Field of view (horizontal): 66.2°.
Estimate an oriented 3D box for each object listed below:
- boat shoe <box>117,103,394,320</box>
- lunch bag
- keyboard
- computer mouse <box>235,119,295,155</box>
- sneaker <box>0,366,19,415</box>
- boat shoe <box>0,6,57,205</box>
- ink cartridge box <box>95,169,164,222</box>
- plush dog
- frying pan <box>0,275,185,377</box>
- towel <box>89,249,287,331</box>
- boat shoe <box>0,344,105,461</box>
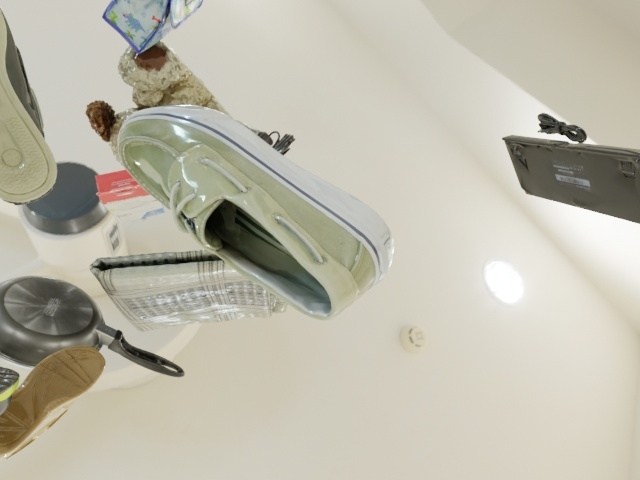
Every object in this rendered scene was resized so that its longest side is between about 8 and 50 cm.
[{"bbox_3d":[-0.081,-0.037,0.435,0.302,0.109,0.094,26,-141,20],"label":"boat shoe"},{"bbox_3d":[-0.249,-0.390,0.780,0.096,0.151,0.129,43,-139,-23],"label":"lunch bag"},{"bbox_3d":[0.256,-0.080,0.494,0.023,0.180,0.108,-35,-66,-8],"label":"keyboard"},{"bbox_3d":[-0.180,-0.187,1.070,0.188,0.072,0.272,-37,-139,-14],"label":"computer mouse"},{"bbox_3d":[-0.388,0.180,0.464,0.111,0.300,0.121,26,-125,-44],"label":"sneaker"},{"bbox_3d":[-0.311,-0.144,0.446,0.084,0.079,0.233,-22,-80,-20],"label":"boat shoe"},{"bbox_3d":[-0.514,-0.130,1.326,0.134,0.231,0.078,-15,-103,-12],"label":"ink cartridge box"},{"bbox_3d":[-0.309,-0.226,0.949,0.225,0.210,0.262,-42,-63,4],"label":"plush dog"},{"bbox_3d":[-0.384,0.157,0.780,0.326,0.053,0.197,34,-159,1],"label":"frying pan"},{"bbox_3d":[-0.205,0.100,0.893,0.324,0.312,0.056,-6,-117,-10],"label":"towel"},{"bbox_3d":[-0.319,0.182,0.556,0.063,0.059,0.170,44,-153,-1],"label":"boat shoe"}]
